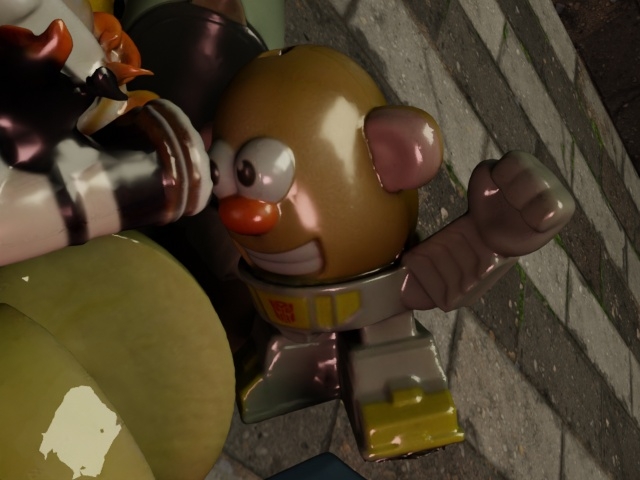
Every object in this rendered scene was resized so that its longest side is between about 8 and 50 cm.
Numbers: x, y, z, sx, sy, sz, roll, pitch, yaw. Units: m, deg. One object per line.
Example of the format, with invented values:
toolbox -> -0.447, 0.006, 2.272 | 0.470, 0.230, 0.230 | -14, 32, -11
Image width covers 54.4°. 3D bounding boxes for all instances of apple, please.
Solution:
apple -> -0.191, 0.126, 0.400 | 0.292, 0.291, 0.254 | -45, 137, -48

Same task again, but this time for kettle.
kettle -> -0.123, -0.187, 0.647 | 0.165, 0.240, 0.255 | 13, 37, -17

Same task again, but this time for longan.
longan -> -0.062, 0.022, 0.675 | 0.196, 0.196, 0.220 | -11, 75, -52

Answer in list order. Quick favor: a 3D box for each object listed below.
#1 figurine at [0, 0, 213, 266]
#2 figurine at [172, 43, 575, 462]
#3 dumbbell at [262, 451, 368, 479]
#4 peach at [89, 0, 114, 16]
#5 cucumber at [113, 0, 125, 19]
figurine -> -0.235, -0.115, 0.371 | 0.196, 0.323, 0.320 | -51, 135, 4
figurine -> 0.000, 0.000, 0.473 | 0.167, 0.342, 0.285 | -59, 145, -67
dumbbell -> -0.061, 0.301, 0.468 | 0.143, 0.316, 0.156 | 23, 32, -28
peach -> -0.256, -0.219, 0.584 | 0.151, 0.118, 0.151 | 44, 14, -14
cucumber -> -0.283, -0.312, 0.634 | 0.215, 0.052, 0.058 | 48, 16, -32
